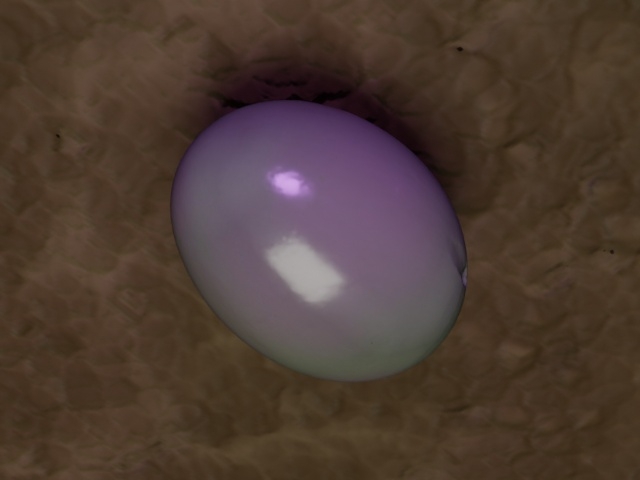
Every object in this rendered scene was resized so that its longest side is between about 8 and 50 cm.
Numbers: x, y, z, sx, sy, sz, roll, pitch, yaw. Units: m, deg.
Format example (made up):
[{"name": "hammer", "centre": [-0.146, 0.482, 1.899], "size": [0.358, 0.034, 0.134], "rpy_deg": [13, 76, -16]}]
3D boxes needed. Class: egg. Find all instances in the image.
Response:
[{"name": "egg", "centre": [0.000, 0.000, 0.706], "size": [0.135, 0.103, 0.103], "rpy_deg": [39, 121, -24]}]
